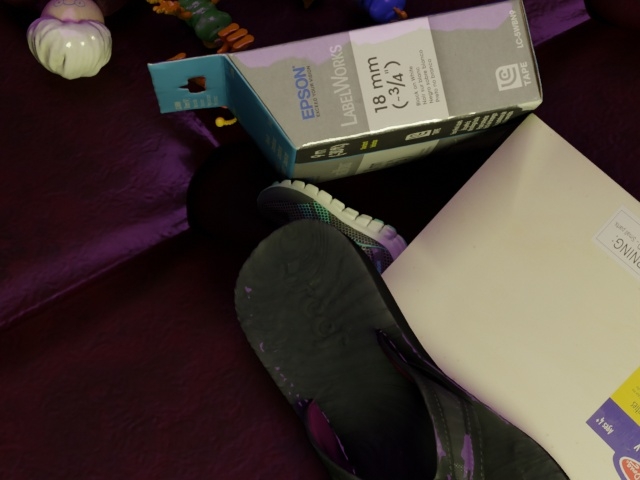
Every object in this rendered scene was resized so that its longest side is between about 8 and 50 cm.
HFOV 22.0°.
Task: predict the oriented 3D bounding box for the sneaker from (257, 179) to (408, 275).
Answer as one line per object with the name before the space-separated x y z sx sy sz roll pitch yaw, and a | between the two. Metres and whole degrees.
sneaker | 0.000 0.000 1.559 0.166 0.065 0.076 25 62 27

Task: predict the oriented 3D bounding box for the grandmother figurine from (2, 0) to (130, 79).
grandmother figurine | -0.273 -0.306 1.820 0.208 0.104 0.342 -12 47 7

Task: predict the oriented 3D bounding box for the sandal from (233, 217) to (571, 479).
sandal | 0.049 0.152 1.355 0.167 0.107 0.446 -47 56 10

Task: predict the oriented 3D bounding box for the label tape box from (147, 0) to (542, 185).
label tape box | 0.018 -0.123 1.538 0.334 0.240 0.106 -11 84 -4

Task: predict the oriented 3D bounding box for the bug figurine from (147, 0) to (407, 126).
bug figurine | -0.048 -0.241 1.758 0.279 0.072 0.216 -30 47 -13

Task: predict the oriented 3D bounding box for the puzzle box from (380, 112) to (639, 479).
puzzle box | 0.224 0.112 1.370 0.272 0.052 0.409 -47 56 4
